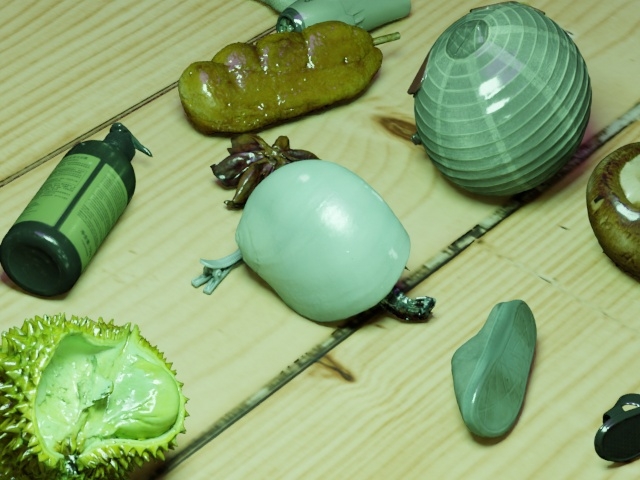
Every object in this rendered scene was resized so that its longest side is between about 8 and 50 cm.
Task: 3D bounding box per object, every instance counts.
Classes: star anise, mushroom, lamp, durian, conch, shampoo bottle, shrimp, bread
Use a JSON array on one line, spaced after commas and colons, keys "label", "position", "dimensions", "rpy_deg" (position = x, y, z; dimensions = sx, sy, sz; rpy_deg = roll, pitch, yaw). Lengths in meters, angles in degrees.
[{"label": "star anise", "position": [-0.063, -0.093, 2.233], "dimensions": [0.168, 0.057, 0.168], "rpy_deg": [2, 41, -2]}, {"label": "mushroom", "position": [0.433, -0.029, 2.152], "dimensions": [0.231, 0.138, 0.194], "rpy_deg": [10, 26, -10]}, {"label": "lamp", "position": [0.232, -0.188, 2.229], "dimensions": [0.233, 0.233, 0.265], "rpy_deg": [26, 63, 24]}, {"label": "durian", "position": [-0.264, 0.175, 1.784], "dimensions": [0.237, 0.176, 0.200], "rpy_deg": [-8, 69, -56]}, {"label": "conch", "position": [-0.005, 0.000, 2.052], "dimensions": [0.221, 0.185, 0.121], "rpy_deg": [17, 11, 35]}, {"label": "shampoo bottle", "position": [-0.291, -0.052, 2.132], "dimensions": [0.101, 0.101, 0.284], "rpy_deg": [14, 41, 12]}, {"label": "shrimp", "position": [0.071, 0.028, 2.084], "dimensions": [0.076, 0.082, 0.174], "rpy_deg": [-14, 50, -27]}, {"label": "bread", "position": [-0.037, -0.229, 2.370], "dimensions": [0.344, 0.084, 0.124], "rpy_deg": [-20, 89, -26]}]

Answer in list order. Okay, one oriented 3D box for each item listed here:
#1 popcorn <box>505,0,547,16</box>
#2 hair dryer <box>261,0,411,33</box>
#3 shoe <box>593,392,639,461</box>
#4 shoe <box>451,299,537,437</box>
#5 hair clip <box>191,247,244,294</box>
[{"label": "popcorn", "position": [0.260, -0.258, 2.409], "dimensions": [0.126, 0.126, 0.145], "rpy_deg": [4, 66, 22]}, {"label": "hair dryer", "position": [0.005, -0.356, 2.551], "dimensions": [0.229, 0.092, 0.267], "rpy_deg": [-7, 31, -24]}, {"label": "shoe", "position": [0.355, 0.195, 1.925], "dimensions": [0.159, 0.062, 0.053], "rpy_deg": [-20, 33, -25]}, {"label": "shoe", "position": [0.188, 0.147, 1.971], "dimensions": [0.078, 0.079, 0.195], "rpy_deg": [-13, 36, 39]}, {"label": "hair clip", "position": [-0.109, 0.019, 2.112], "dimensions": [0.030, 0.039, 0.115], "rpy_deg": [32, 45, 21]}]
